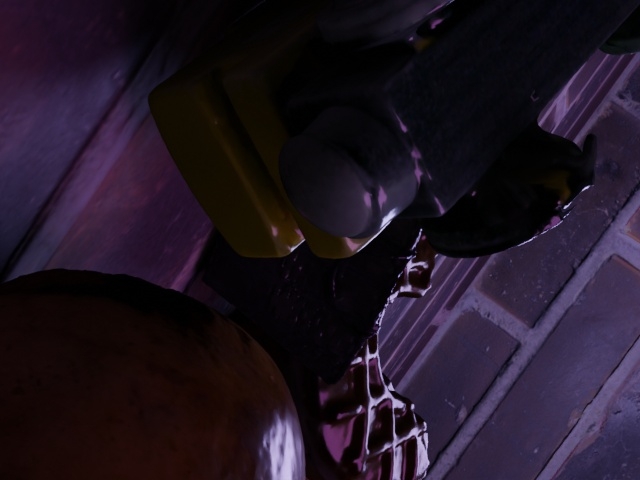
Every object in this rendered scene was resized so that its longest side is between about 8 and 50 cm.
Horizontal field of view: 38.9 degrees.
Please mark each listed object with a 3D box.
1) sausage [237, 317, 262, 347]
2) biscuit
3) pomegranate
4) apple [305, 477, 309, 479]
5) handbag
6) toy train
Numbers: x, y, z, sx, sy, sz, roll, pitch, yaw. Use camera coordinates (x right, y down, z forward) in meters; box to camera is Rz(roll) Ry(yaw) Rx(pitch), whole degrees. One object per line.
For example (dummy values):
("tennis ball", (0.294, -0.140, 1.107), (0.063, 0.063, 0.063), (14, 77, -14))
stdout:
("sausage", (-0.009, 0.084, 1.154), (0.433, 0.088, 0.088), (-36, 157, -47))
("biscuit", (0.042, 0.117, 1.052), (0.268, 0.115, 0.367), (3, 86, -53))
("pomegranate", (-0.155, 0.168, 0.548), (0.322, 0.322, 0.322), (-48, 163, -19))
("apple", (-0.052, 0.357, 1.462), (0.199, 0.199, 0.199), (-48, 163, -19))
("handbag", (0.000, 0.000, 0.829), (0.088, 0.175, 0.270), (-38, 158, -52))
("toy train", (0.090, -0.146, 0.617), (0.442, 0.272, 0.179), (-43, 117, -32))
